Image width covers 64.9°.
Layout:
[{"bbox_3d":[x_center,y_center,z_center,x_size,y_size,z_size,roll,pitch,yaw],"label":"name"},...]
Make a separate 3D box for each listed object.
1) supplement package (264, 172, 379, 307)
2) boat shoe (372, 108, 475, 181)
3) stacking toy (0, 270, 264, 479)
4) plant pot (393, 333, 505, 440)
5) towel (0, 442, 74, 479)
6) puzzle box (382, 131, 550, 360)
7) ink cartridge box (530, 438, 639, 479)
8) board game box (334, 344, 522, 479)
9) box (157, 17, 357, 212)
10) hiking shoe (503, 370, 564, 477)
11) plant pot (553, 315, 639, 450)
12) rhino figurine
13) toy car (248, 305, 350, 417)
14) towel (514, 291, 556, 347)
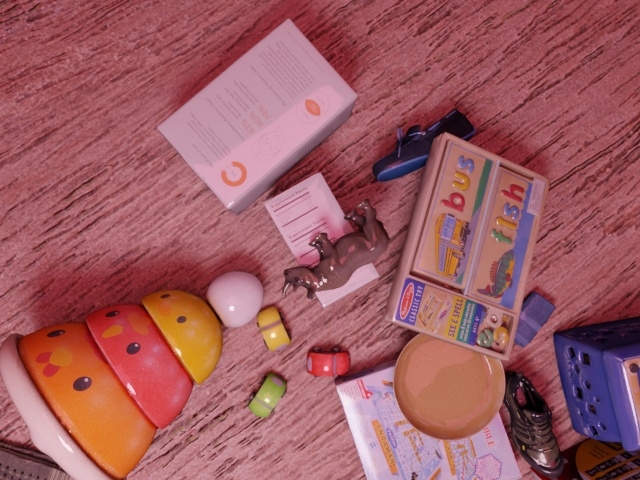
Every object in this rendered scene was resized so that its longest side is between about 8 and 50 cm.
[{"bbox_3d":[0.000,0.000,1.070,0.134,0.139,0.244,-30,90,-3],"label":"supplement package"},{"bbox_3d":[0.217,-0.212,1.122,0.258,0.109,0.089,-26,81,-20],"label":"boat shoe"},{"bbox_3d":[-0.323,0.210,1.007,0.480,0.350,0.350,-36,89,-22],"label":"stacking toy"},{"bbox_3d":[0.266,0.295,1.056,0.237,0.032,0.236,0,86,-3],"label":"plant pot"},{"bbox_3d":[-0.659,0.599,1.064,0.313,0.056,0.324,19,89,1],"label":"towel"},{"bbox_3d":[0.307,0.011,1.034,0.272,0.052,0.408,20,78,-12],"label":"puzzle box"},{"bbox_3d":[0.623,0.505,0.989,0.272,0.309,0.130,-25,88,-4],"label":"ink cartridge box"},{"bbox_3d":[0.230,0.408,1.097,0.318,0.066,0.318,-18,88,-3],"label":"board game box"},{"bbox_3d":[-0.125,-0.248,1.062,0.345,0.168,0.215,-41,90,-4],"label":"box"},{"bbox_3d":[0.448,0.390,1.065,0.086,0.114,0.226,-22,73,0],"label":"hiking shoe"},{"bbox_3d":[0.665,0.297,1.050,0.236,0.212,0.235,-11,87,-3],"label":"plant pot"},{"bbox_3d":[0.025,0.034,0.964,0.243,0.073,0.106,-38,87,-3],"label":"rhino figurine"},{"bbox_3d":[-0.079,0.289,1.095,0.239,0.053,0.224,33,86,0],"label":"toy car"},{"bbox_3d":[0.470,0.178,1.137,0.067,0.029,0.119,40,87,0],"label":"towel"}]
